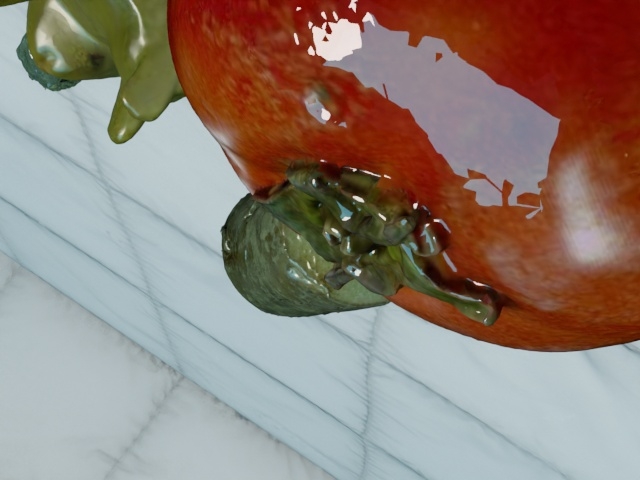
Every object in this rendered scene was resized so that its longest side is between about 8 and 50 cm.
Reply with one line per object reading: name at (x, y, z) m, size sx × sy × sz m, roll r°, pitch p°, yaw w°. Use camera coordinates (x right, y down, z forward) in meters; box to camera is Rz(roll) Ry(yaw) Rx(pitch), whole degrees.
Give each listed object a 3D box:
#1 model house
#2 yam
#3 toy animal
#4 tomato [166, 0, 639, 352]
model house at (-0.307, -0.224, 1.281) m, size 0.079 × 0.066 × 0.083 m, roll 50°, pitch 141°, yaw -6°
yam at (0.000, 0.000, 1.117) m, size 0.161 × 0.161 × 0.268 m, roll 41°, pitch 162°, yaw -13°
toy animal at (-0.190, -0.193, 0.952) m, size 0.181 × 0.180 × 0.363 m, roll 51°, pitch 156°, yaw -18°
tomato at (0.100, -0.097, 0.525) m, size 0.293 × 0.290 × 0.325 m, roll 48°, pitch 159°, yaw -23°
